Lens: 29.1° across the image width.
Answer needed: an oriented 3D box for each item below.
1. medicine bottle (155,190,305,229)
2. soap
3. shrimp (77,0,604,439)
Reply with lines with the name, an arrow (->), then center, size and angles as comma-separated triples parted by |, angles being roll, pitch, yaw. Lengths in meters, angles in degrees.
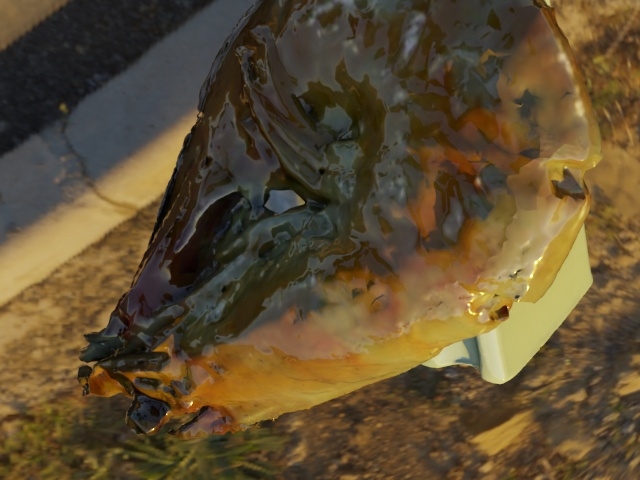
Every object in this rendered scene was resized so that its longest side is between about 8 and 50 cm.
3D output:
medicine bottle -> 0.000, 0.000, 0.927 | 0.179, 0.324, 0.124 | -31, 76, 17
soap -> 0.089, -0.035, 0.687 | 0.066, 0.119, 0.198 | 9, 127, 37
shrimp -> -0.019, -0.003, 0.481 | 0.294, 0.062, 0.154 | -36, 76, 35
